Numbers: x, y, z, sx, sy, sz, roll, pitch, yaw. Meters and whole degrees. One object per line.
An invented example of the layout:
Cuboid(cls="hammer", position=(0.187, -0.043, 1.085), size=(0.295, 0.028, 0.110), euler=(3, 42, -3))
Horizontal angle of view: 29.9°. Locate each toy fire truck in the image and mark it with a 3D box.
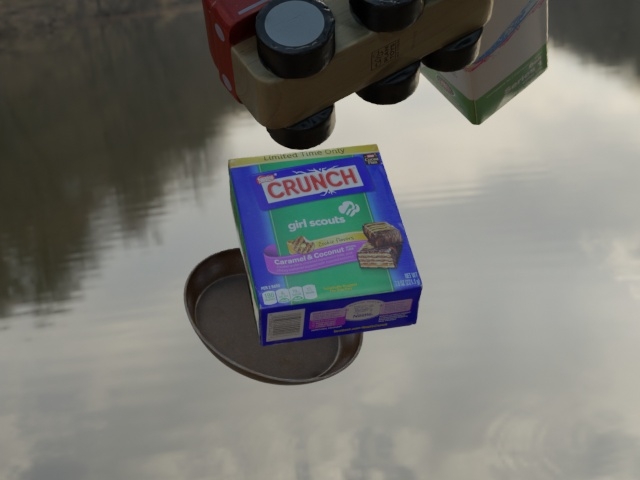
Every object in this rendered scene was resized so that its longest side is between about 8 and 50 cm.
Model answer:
Cuboid(cls="toy fire truck", position=(-0.009, -0.233, 0.932), size=(0.217, 0.158, 0.246), euler=(-29, 62, -15))

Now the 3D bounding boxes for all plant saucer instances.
Cuboid(cls="plant saucer", position=(-0.045, 0.072, 1.083), size=(0.169, 0.029, 0.168), euler=(14, 37, -11))

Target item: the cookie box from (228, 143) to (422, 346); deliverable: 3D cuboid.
Cuboid(cls="cookie box", position=(0.000, 0.000, 0.677), size=(0.092, 0.040, 0.107), euler=(-7, 53, -10))

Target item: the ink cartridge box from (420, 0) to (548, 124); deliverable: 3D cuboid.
Cuboid(cls="ink cartridge box", position=(0.133, -0.278, 1.255), size=(0.117, 0.201, 0.278), euler=(-38, -23, -6))
